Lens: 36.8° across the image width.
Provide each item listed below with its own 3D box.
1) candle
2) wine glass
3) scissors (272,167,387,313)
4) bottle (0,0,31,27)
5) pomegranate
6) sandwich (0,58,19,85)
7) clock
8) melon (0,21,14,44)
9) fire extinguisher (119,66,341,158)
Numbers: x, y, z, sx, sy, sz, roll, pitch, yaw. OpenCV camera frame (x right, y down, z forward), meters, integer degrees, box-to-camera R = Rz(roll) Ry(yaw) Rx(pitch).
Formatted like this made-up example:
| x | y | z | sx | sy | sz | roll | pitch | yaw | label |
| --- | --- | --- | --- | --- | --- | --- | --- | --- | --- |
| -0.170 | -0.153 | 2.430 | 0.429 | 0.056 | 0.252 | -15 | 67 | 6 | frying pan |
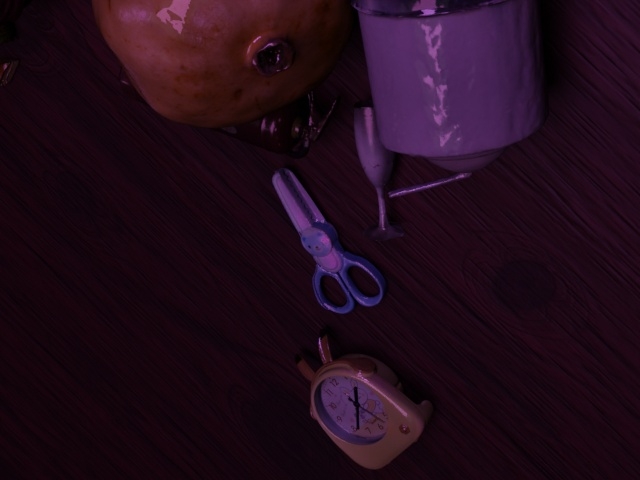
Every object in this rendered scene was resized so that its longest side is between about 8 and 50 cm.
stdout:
| x | y | z | sx | sy | sz | roll | pitch | yaw | label |
| --- | --- | --- | --- | --- | --- | --- | --- | --- | --- |
| 0.159 | -0.220 | 1.136 | 0.221 | 0.221 | 0.342 | 3 | 121 | 30 | candle |
| 0.080 | -0.101 | 1.350 | 0.066 | 0.066 | 0.198 | 6 | 118 | 28 | wine glass |
| 0.000 | 0.000 | 1.473 | 0.125 | 0.030 | 0.256 | -21 | 107 | 38 | scissors |
| -0.509 | -0.384 | 1.405 | 0.143 | 0.271 | 0.156 | 30 | 129 | 15 | bottle |
| -0.113 | -0.294 | 1.177 | 0.333 | 0.332 | 0.332 | 15 | 123 | 24 | pomegranate |
| -0.548 | -0.286 | 1.640 | 0.083 | 0.031 | 0.044 | 3 | 113 | 32 | sandwich |
| 0.057 | 0.252 | 1.559 | 0.232 | 0.069 | 0.170 | 44 | 130 | 4 | clock |
| -0.657 | -0.383 | 1.563 | 0.265 | 0.169 | 0.129 | 15 | 122 | 22 | melon |
| -0.125 | -0.212 | 1.379 | 0.341 | 0.105 | 0.141 | 22 | 127 | 23 | fire extinguisher |
